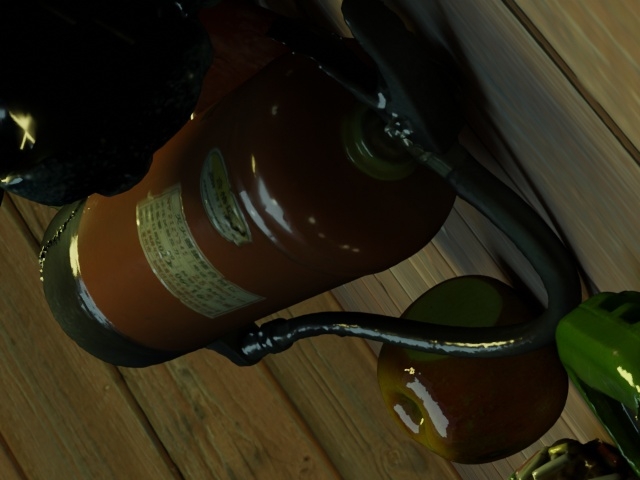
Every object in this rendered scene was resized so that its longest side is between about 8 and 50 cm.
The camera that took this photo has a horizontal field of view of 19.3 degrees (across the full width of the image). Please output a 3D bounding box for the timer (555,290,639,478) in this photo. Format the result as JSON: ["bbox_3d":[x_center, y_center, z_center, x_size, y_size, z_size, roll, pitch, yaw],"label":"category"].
[{"bbox_3d":[0.145,0.079,0.714,0.128,0.047,0.140,55,177,-11],"label":"timer"}]

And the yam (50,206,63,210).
[{"bbox_3d":[-0.220,-0.136,1.357,0.300,0.195,0.195,21,166,15],"label":"yam"}]

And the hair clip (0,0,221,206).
[{"bbox_3d":[-0.134,-0.115,0.860,0.194,0.206,0.310,61,-160,-19],"label":"hair clip"}]

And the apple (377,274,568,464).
[{"bbox_3d":[0.088,0.079,1.088,0.114,0.102,0.099,52,173,48],"label":"apple"}]

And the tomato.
[{"bbox_3d":[-0.027,-0.074,1.218,0.228,0.112,0.199,24,-129,-88],"label":"tomato"}]

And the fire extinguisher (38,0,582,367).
[{"bbox_3d":[0.001,-0.011,0.960,0.200,0.113,0.376,21,157,-21],"label":"fire extinguisher"}]

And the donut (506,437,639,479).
[{"bbox_3d":[0.196,0.243,1.145,0.269,0.103,0.270,57,179,2],"label":"donut"}]

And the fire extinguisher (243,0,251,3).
[{"bbox_3d":[-0.085,-0.152,1.509,0.294,0.118,0.093,59,-149,-44],"label":"fire extinguisher"}]
